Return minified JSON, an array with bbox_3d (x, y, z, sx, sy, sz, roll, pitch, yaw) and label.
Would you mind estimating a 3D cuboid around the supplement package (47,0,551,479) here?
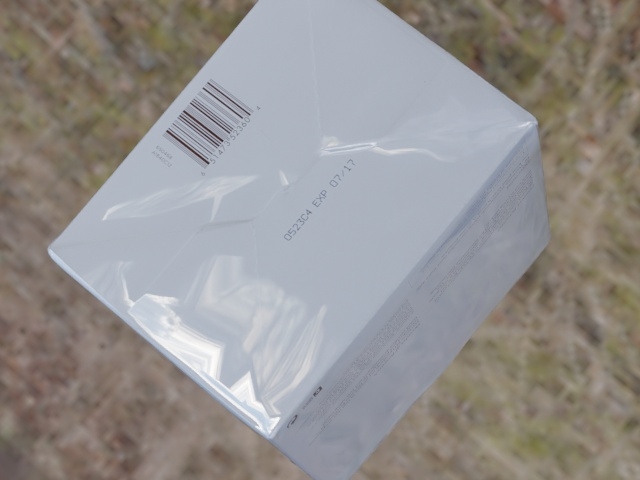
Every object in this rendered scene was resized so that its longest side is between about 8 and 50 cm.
[{"bbox_3d":[0.000,0.000,0.961,0.149,0.194,0.203,39,174,16],"label":"supplement package"}]
